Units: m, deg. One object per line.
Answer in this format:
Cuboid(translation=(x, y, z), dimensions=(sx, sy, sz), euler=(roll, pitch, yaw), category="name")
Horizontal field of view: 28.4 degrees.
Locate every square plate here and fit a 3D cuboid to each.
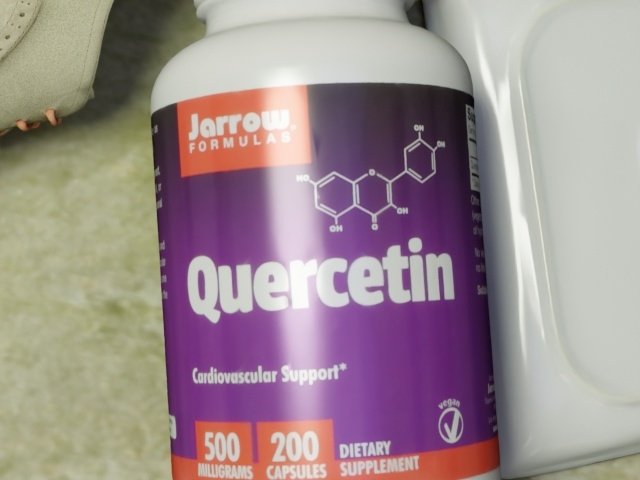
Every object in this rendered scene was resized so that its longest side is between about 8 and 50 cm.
Cuboid(translation=(0.253, -0.038, 0.846), dimensions=(0.344, 0.049, 0.347), euler=(-7, 87, -15), category="square plate")

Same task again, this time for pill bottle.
Cuboid(translation=(0.000, 0.000, 0.703), dimensions=(0.182, 0.181, 0.323), euler=(-4, 87, -15), category="pill bottle")

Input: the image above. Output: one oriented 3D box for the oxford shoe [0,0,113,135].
Cuboid(translation=(-0.199, -0.086, 0.670), dimensions=(0.146, 0.140, 0.397), euler=(38, 96, -28), category="oxford shoe")
